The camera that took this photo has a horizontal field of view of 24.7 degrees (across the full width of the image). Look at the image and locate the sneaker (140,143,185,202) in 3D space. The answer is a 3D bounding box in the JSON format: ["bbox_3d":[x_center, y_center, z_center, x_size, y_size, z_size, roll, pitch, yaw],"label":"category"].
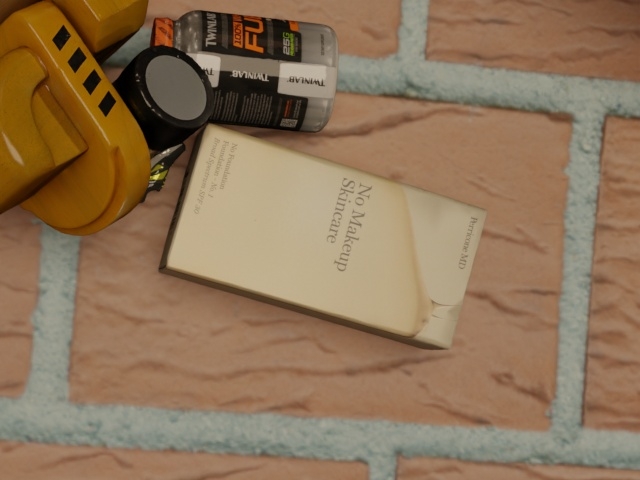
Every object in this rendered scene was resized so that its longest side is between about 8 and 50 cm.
[{"bbox_3d":[-0.174,-0.072,1.554,0.083,0.031,0.035,-38,108,-7],"label":"sneaker"}]

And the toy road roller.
[{"bbox_3d":[-0.285,-0.157,1.397,0.329,0.202,0.240,56,42,-3],"label":"toy road roller"}]

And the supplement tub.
[{"bbox_3d":[-0.083,-0.178,1.530,0.190,0.117,0.117,5,86,-12],"label":"supplement tub"}]

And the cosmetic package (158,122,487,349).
[{"bbox_3d":[0.000,0.000,1.540,0.309,0.113,0.160,16,84,-9],"label":"cosmetic package"}]
